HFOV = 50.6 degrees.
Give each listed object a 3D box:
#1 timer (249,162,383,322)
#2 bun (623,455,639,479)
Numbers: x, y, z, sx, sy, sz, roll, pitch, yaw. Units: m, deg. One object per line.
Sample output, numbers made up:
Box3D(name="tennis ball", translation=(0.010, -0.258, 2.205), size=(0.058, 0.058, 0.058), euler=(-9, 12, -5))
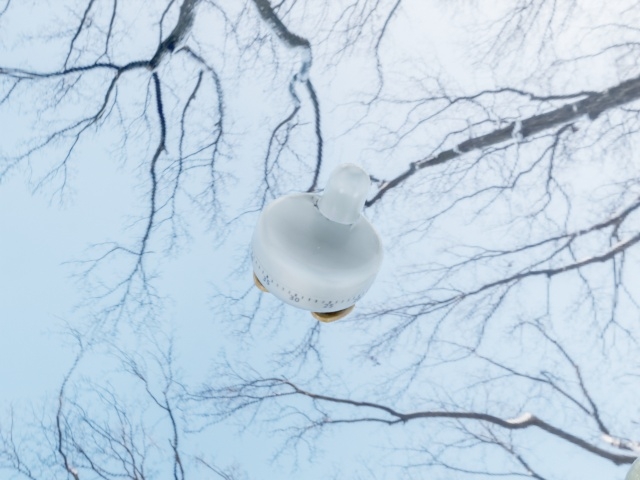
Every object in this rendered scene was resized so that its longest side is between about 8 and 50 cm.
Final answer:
Box3D(name="timer", translation=(0.000, 0.000, 1.169), size=(0.234, 0.240, 0.233), euler=(12, -140, -11))
Box3D(name="bun", translation=(0.704, 0.557, 1.339), size=(0.259, 0.160, 0.259), euler=(1, -91, -40))
